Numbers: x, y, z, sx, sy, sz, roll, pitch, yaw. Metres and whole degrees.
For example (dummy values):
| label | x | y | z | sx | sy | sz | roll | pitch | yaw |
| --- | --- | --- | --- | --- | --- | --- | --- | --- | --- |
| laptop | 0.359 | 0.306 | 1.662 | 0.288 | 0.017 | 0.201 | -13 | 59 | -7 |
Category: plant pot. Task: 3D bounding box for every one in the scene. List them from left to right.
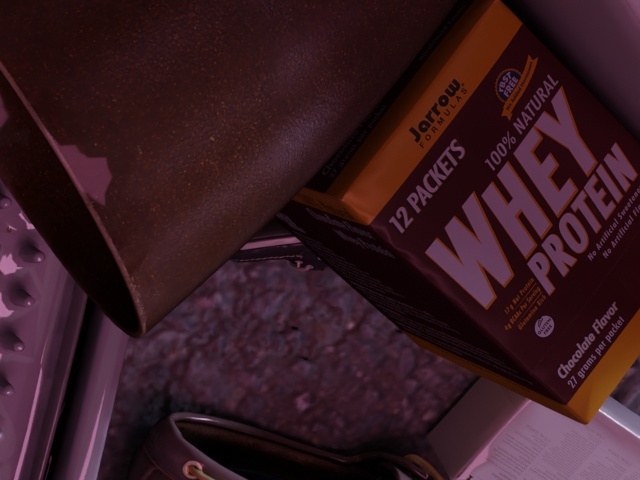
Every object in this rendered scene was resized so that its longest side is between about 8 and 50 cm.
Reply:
| label | x | y | z | sx | sy | sz | roll | pitch | yaw |
| --- | --- | --- | --- | --- | --- | --- | --- | --- | --- |
| plant pot | -0.049 | -0.106 | 0.844 | 0.230 | 0.215 | 0.215 | -34 | 124 | -13 |

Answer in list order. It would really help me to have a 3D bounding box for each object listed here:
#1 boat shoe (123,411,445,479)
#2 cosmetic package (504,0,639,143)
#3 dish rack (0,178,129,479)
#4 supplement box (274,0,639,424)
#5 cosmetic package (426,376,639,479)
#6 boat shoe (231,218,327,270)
| label | x | y | z | sx | sy | sz | roll | pitch | yaw |
| --- | --- | --- | --- | --- | --- | --- | --- | --- | --- |
| boat shoe | 0.028 | 0.186 | 1.160 | 0.324 | 0.116 | 0.097 | 15 | 116 | -19 |
| cosmetic package | 0.203 | -0.125 | 0.930 | 0.155 | 0.197 | 0.365 | -42 | 130 | -1 |
| dish rack | -0.236 | 0.003 | 0.937 | 0.285 | 0.072 | 0.333 | 13 | 88 | -25 |
| supplement box | 0.072 | -0.027 | 0.978 | 0.194 | 0.191 | 0.129 | 42 | 81 | -25 |
| cosmetic package | 0.191 | 0.164 | 1.230 | 0.239 | 0.060 | 0.099 | 35 | 101 | -30 |
| boat shoe | 0.000 | 0.000 | 1.086 | 0.125 | 0.046 | 0.038 | -13 | 117 | -21 |
